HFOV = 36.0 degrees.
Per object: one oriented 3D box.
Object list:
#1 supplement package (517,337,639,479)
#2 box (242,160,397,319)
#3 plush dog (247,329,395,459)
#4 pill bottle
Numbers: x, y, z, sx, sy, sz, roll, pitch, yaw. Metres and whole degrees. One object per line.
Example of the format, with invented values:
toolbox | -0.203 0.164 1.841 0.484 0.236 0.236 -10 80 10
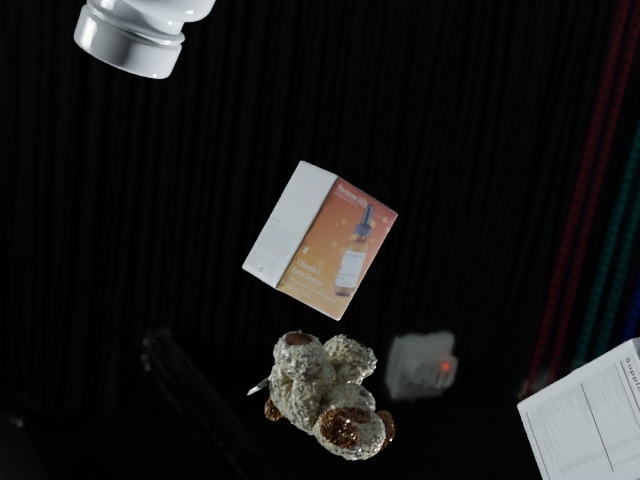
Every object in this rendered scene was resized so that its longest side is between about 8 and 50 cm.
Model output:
supplement package | 0.355 0.202 1.105 0.134 0.139 0.244 -7 158 -23
box | 0.000 0.000 1.344 0.130 0.170 0.091 28 180 -38
plush dog | 0.018 0.301 1.760 0.225 0.210 0.262 42 -165 31
pill bottle | -0.153 -0.282 0.954 0.131 0.229 0.131 23 -160 -9
